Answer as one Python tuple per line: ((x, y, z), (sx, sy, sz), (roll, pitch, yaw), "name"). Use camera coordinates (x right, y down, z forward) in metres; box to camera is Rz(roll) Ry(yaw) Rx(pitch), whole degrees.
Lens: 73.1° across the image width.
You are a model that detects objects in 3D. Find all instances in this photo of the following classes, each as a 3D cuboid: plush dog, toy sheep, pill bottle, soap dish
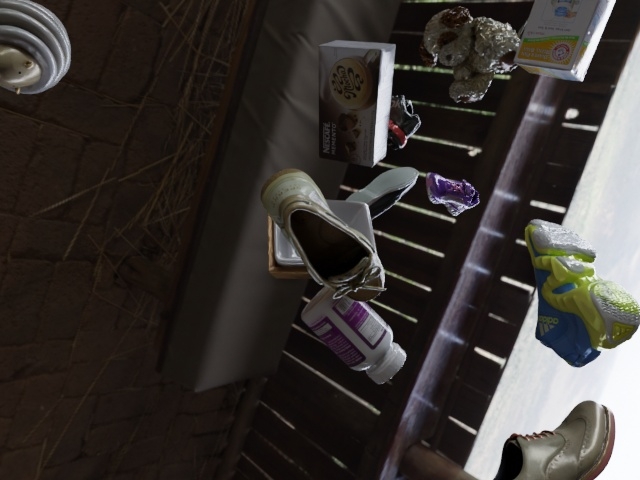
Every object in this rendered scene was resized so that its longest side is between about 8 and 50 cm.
((0.380, -0.520, 1.127), (0.262, 0.225, 0.210), (140, -31, -76), "plush dog")
((-0.289, -0.191, 0.416), (0.091, 0.091, 0.132), (55, 20, -50), "toy sheep")
((0.101, 0.268, 1.262), (0.169, 0.301, 0.169), (-44, -177, 3), "pill bottle")
((0.000, 0.000, 1.178), (0.118, 0.291, 0.228), (108, -20, -56), "soap dish")

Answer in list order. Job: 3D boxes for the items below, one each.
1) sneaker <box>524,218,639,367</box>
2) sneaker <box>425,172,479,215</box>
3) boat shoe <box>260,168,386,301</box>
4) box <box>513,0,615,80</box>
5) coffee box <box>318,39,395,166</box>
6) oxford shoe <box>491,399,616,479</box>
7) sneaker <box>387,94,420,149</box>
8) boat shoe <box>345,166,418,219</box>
((0.313, 0.067, 0.580), (0.240, 0.091, 0.126), (-75, -178, -60), "sneaker")
((0.406, -0.151, 1.315), (0.236, 0.105, 0.095), (20, 67, -44), "sneaker")
((0.017, 0.021, 0.631), (0.105, 0.089, 0.285), (-39, 129, 9), "boat shoe")
((0.447, -0.404, 0.773), (0.114, 0.103, 0.203), (-8, 119, -50), "box")
((0.092, -0.363, 1.154), (0.119, 0.168, 0.297), (-46, 145, -50), "coffee box")
((0.429, 0.400, 0.811), (0.348, 0.130, 0.123), (-32, 160, -30), "oxford shoe")
((0.208, -0.403, 1.351), (0.135, 0.276, 0.097), (-39, 146, 3), "sneaker")
((0.214, -0.155, 1.494), (0.303, 0.114, 0.091), (-28, 132, -15), "boat shoe")
